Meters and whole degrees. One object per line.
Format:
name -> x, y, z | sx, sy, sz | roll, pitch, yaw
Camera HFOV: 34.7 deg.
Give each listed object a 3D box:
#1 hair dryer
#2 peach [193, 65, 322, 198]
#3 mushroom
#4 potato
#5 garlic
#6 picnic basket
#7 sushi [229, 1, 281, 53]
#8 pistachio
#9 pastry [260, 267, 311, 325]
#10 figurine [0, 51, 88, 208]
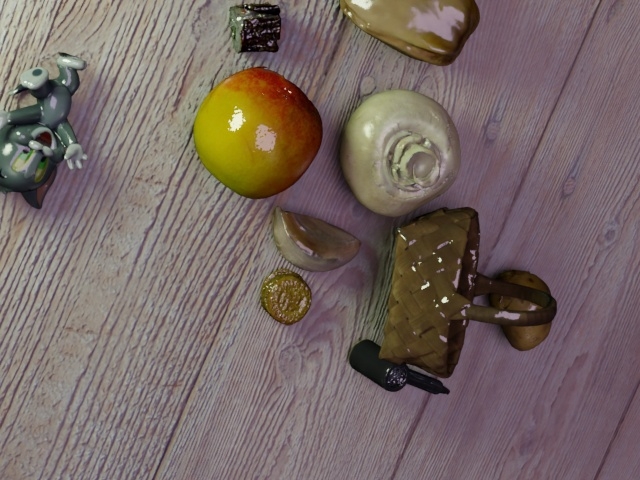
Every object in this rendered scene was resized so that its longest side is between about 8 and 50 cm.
hair dryer -> 0.189, 0.281, 2.098 | 0.255, 0.128, 0.070 | 24, 92, -34
peach -> -0.112, -0.194, 1.836 | 0.231, 0.231, 0.231 | -4, 102, -19
mushroom -> 0.158, -0.159, 1.947 | 0.246, 0.202, 0.246 | -8, 114, -17
potato -> 0.427, 0.144, 2.147 | 0.137, 0.137, 0.176 | -35, 114, -11
garlic -> -0.010, 0.011, 1.982 | 0.196, 0.087, 0.101 | 19, 81, -20
picnic basket -> 0.299, 0.109, 1.977 | 0.337, 0.293, 0.337 | 2, 98, 16
sushi -> -0.119, -0.384, 1.849 | 0.084, 0.098, 0.094 | -7, 108, -16
pistachio -> 0.172, -0.442, 1.924 | 0.261, 0.163, 0.212 | 27, 51, -5
pastry -> -0.067, 0.110, 1.994 | 0.097, 0.057, 0.109 | -6, 104, -21
figurine -> -0.495, -0.200, 1.732 | 0.193, 0.140, 0.265 | 19, 81, -45
